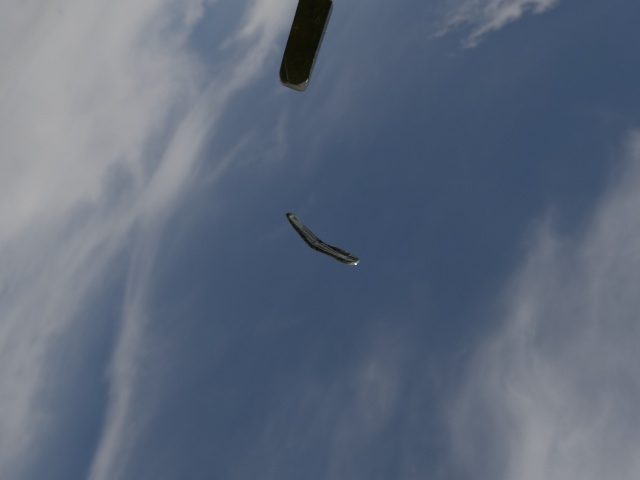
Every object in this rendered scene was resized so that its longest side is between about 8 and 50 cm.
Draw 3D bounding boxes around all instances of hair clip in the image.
[{"bbox_3d":[-0.001,0.002,1.708,0.229,0.066,0.036,35,-59,15],"label":"hair clip"}]

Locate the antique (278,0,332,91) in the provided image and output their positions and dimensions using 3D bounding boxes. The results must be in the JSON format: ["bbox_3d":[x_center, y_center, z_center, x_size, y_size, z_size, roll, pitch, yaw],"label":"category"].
[{"bbox_3d":[-0.040,-0.472,1.606,0.081,0.080,0.220,-74,-178,-83],"label":"antique"}]
